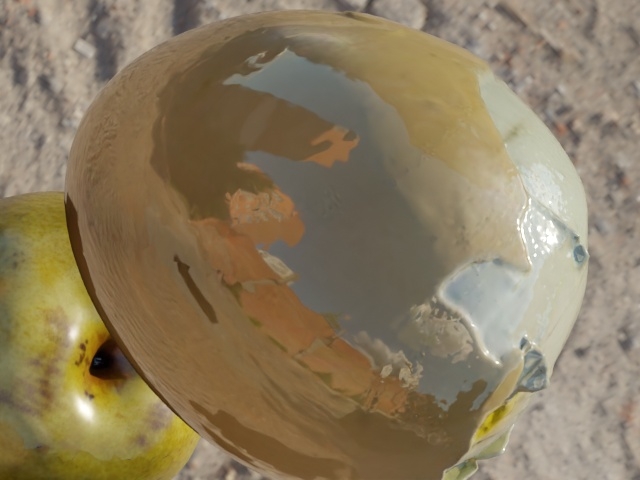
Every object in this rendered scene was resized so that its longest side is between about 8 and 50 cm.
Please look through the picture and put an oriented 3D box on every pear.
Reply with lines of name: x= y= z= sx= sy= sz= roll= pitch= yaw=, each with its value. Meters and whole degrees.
pear: x=-0.170 y=0.073 z=0.916 sx=0.209 sy=0.209 sz=0.208 roll=12 pitch=62 yaw=-23

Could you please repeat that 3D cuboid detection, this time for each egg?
egg: x=0.000 y=0.000 z=0.646 sx=0.244 sy=0.201 sz=0.201 roll=25 pitch=52 yaw=19
